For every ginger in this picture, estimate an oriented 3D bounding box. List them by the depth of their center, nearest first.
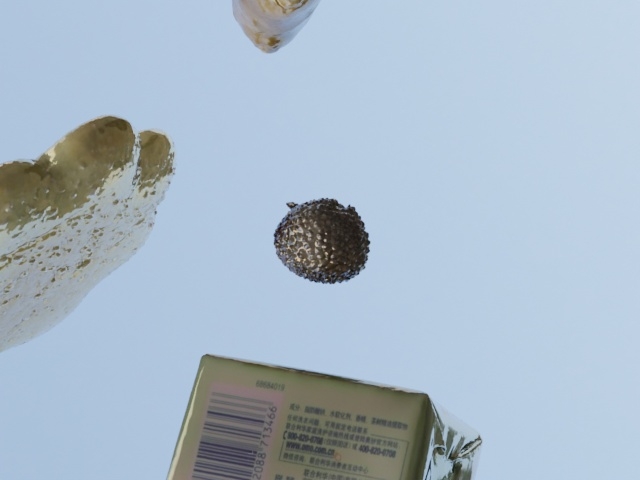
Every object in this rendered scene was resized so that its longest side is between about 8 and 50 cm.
[{"bbox_3d":[-0.029,-0.199,1.488,0.069,0.190,0.095,38,-105,-3],"label":"ginger"}]

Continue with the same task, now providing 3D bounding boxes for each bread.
[{"bbox_3d":[-0.237,0.017,1.531,0.316,0.316,0.054,-23,-112,-44],"label":"bread"}]

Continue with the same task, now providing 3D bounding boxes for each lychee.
[{"bbox_3d":[0.000,0.000,1.537,0.083,0.067,0.068,41,-126,21],"label":"lychee"}]

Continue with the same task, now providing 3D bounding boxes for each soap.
[{"bbox_3d":[0.004,0.180,1.497,0.182,0.199,0.138,43,-122,-66],"label":"soap"}]
